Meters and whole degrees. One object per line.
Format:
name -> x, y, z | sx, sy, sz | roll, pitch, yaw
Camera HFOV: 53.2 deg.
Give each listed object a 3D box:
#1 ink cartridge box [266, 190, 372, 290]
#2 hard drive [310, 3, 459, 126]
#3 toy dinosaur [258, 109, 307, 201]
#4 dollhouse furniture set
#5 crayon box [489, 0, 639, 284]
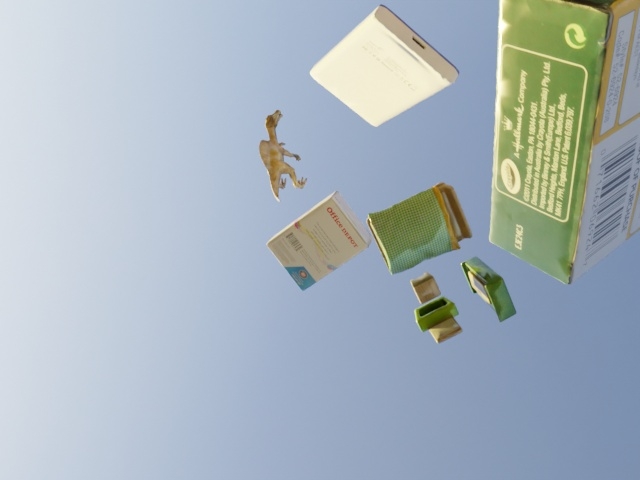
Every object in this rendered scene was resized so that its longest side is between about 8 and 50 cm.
ink cartridge box -> 0.000, 0.000, 0.918 | 0.122, 0.088, 0.052 | -35, -173, 21
hard drive -> 0.127, -0.364, 1.387 | 0.040, 0.210, 0.319 | -60, -163, -18
toy dinosaur -> -0.067, -0.110, 0.978 | 0.053, 0.093, 0.183 | -20, -124, 23
dollhouse furniture set -> 0.254, 0.051, 1.367 | 0.198, 0.301, 0.151 | -27, -159, 1
crayon box -> 0.267, -0.133, 0.488 | 0.323, 0.203, 0.083 | -30, -138, -24
